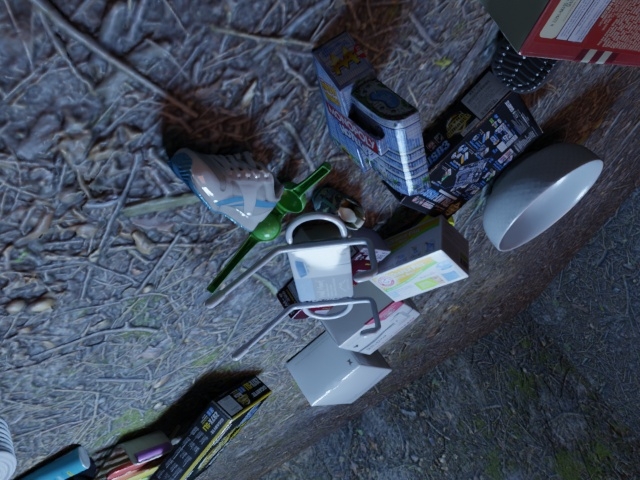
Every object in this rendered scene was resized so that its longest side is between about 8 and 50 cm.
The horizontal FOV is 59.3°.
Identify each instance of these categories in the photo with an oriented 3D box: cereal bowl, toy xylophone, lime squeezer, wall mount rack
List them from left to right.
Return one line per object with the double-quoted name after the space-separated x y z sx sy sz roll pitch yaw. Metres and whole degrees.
-0.484 0.601 1.496 0.236 0.081 0.323 -12 146 -43 "toy xylophone"
-0.075 -0.029 0.912 0.058 0.110 0.310 33 120 -25 "lime squeezer"
-0.041 0.108 1.070 0.303 0.131 0.350 -8 140 2 "wall mount rack"
0.562 -0.132 1.490 0.338 0.141 0.339 -29 154 -16 "cereal bowl"

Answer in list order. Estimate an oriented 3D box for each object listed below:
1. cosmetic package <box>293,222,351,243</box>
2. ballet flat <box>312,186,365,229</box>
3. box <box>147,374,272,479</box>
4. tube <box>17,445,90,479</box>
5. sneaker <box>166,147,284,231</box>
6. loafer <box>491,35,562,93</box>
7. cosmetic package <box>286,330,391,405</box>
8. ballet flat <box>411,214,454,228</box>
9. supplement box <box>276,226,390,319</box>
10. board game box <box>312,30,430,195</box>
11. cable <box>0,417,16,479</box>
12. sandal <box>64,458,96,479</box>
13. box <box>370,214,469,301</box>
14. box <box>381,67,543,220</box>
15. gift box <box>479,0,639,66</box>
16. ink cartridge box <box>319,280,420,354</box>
0.000 0.000 1.120 0.115 0.041 0.060 -8 145 -45 "cosmetic package"
0.049 -0.048 1.065 0.070 0.070 0.188 -44 155 16 "ballet flat"
-0.293 0.523 1.493 0.322 0.079 0.257 -51 169 11 "box"
-0.621 0.529 1.246 0.207 0.052 0.080 -26 144 -8 "tube"
-0.126 -0.086 0.775 0.092 0.087 0.228 -46 161 5 "sneaker"
0.400 -0.402 0.871 0.130 0.133 0.366 -51 179 -40 "loafer"
0.071 0.403 1.772 0.197 0.155 0.365 -40 154 7 "cosmetic package"
0.234 0.006 1.385 0.231 0.077 0.077 -42 156 12 "ballet flat"
0.029 0.074 1.248 0.239 0.073 0.130 -46 153 22 "supplement box"
0.061 -0.174 0.775 0.060 0.194 0.194 -34 141 -7 "board game box"
-0.642 0.392 0.923 0.257 0.089 0.257 1 136 -53 "cable"
-0.599 0.610 1.394 0.097 0.054 0.255 -20 151 -31 "sandal"
0.221 0.045 1.282 0.203 0.103 0.114 -26 128 37 "box"
0.302 -0.176 1.165 0.293 0.073 0.295 -44 154 19 "box"
0.289 -0.371 0.611 0.276 0.258 0.255 2 141 -24 "gift box"
0.143 0.204 1.564 0.207 0.117 0.283 -40 155 8 "ink cartridge box"
